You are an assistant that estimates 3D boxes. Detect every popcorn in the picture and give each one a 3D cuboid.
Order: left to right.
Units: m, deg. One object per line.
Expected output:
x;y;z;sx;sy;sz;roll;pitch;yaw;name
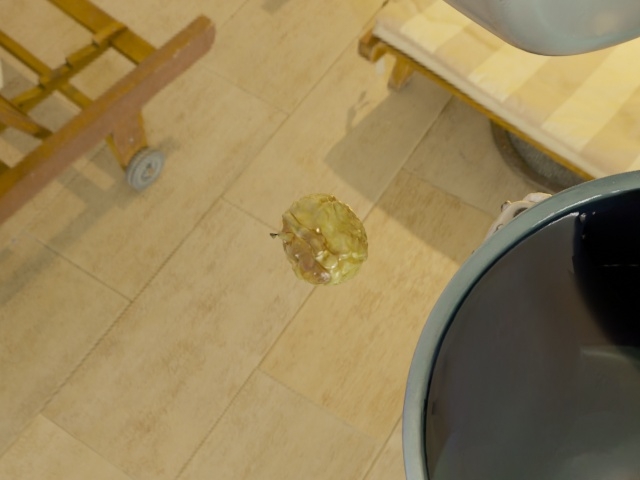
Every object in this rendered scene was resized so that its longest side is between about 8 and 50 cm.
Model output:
0.000;0.000;1.394;0.170;0.180;0.179;-16;64;-8;popcorn

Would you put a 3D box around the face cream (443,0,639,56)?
0.082;-0.282;0.413;0.313;0.219;0.356;-6;61;-44;face cream

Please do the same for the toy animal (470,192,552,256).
0.360;0.038;1.254;0.204;0.156;0.208;35;86;-23;toy animal

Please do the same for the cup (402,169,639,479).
0.232;0.145;0.475;0.331;0.311;0.256;32;85;21;cup
